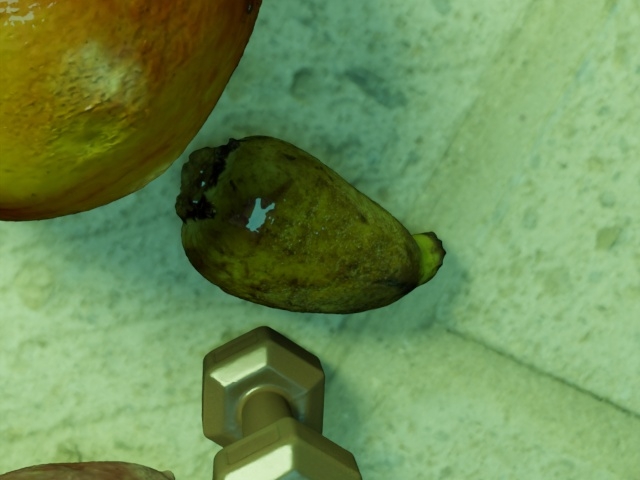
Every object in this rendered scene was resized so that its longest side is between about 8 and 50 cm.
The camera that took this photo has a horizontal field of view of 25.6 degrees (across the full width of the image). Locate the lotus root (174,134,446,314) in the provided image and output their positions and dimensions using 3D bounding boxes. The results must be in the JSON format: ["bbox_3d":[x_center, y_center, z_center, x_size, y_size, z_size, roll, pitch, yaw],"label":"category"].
[{"bbox_3d":[0.000,0.000,0.907,0.190,0.094,0.108,22,136,-19],"label":"lotus root"}]

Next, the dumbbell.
[{"bbox_3d":[-0.029,0.125,0.863,0.092,0.231,0.082,-28,106,1],"label":"dumbbell"}]

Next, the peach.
[{"bbox_3d":[-0.154,-0.148,0.764,0.280,0.238,0.281,0,87,-1],"label":"peach"}]

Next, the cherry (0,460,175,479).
[{"bbox_3d":[-0.184,0.277,0.900,0.261,0.221,0.307,42,79,-18],"label":"cherry"}]
